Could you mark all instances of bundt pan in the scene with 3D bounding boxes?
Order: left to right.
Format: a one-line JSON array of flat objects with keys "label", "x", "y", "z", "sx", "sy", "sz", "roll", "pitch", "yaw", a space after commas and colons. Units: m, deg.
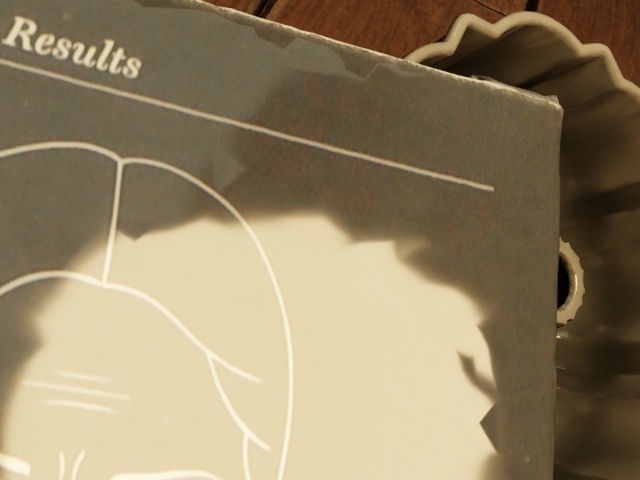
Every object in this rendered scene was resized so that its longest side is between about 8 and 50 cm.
[{"label": "bundt pan", "x": 0.102, "y": 0.029, "z": 0.752, "sx": 0.331, "sy": 0.124, "sz": 0.331, "roll": 6, "pitch": 80, "yaw": -38}]

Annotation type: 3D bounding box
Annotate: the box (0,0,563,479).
[{"label": "box", "x": -0.106, "y": 0.131, "z": 0.371, "sx": 0.293, "sy": 0.212, "sz": 0.395, "roll": 13, "pitch": 70, "yaw": -20}]
